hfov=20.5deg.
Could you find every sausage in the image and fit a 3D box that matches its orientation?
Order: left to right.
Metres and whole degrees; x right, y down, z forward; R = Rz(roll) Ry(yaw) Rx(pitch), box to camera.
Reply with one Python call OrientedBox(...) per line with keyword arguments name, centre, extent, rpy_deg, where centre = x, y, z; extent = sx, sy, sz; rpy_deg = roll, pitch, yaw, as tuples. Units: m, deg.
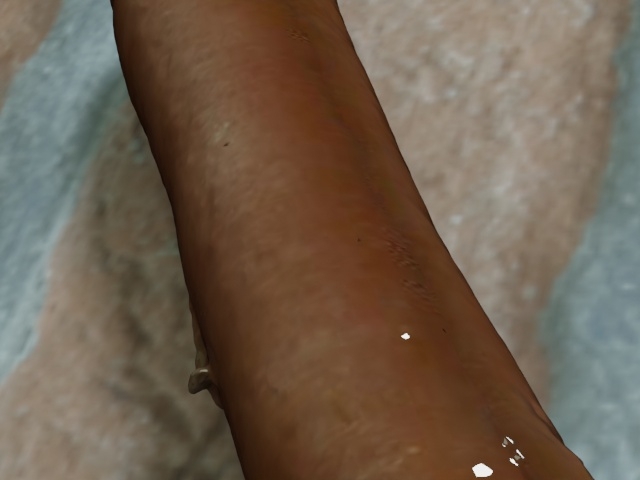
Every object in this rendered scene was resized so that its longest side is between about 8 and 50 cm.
OrientedBox(name="sausage", centre=(0.000, 0.000, 0.564), extent=(0.094, 0.094, 0.419), rpy_deg=(-45, 40, 19))
